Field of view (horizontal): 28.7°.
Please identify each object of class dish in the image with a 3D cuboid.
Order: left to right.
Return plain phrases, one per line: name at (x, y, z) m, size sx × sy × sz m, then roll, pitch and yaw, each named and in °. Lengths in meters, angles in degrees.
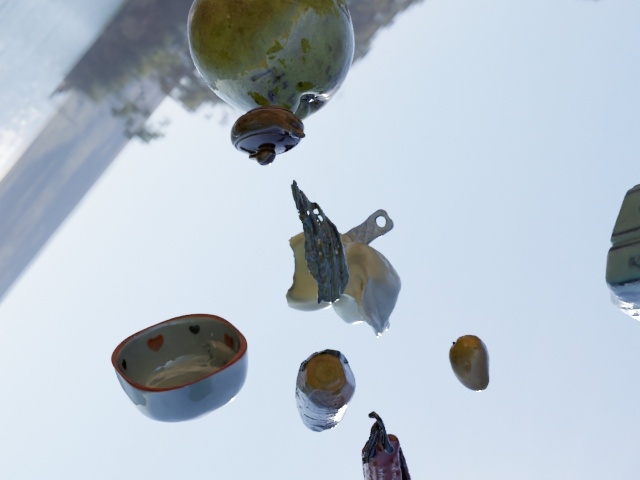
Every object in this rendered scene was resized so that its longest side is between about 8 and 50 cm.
dish at (-0.248, 0.246, 2.281) m, size 0.256 × 0.117 × 0.256 m, roll -7°, pitch -153°, yaw 3°

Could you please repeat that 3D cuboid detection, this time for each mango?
mango at (0.293, 0.239, 2.431) m, size 0.080 × 0.114 × 0.060 m, roll -24°, pitch -169°, yaw 9°

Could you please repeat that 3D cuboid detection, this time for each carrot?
carrot at (0.006, 0.200, 1.657) m, size 0.082 × 0.082 × 0.173 m, roll -55°, pitch 165°, yaw -19°

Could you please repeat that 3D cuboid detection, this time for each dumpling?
dumpling at (0.083, 0.091, 2.313) m, size 0.132 × 0.162 × 0.250 m, roll -37°, pitch -151°, yaw 12°

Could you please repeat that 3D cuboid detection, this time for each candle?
candle at (0.092, 0.322, 1.605) m, size 0.084 × 0.302 × 0.059 m, roll -22°, pitch -138°, yaw -13°

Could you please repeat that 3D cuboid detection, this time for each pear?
pear at (-0.082, -0.362, 2.300) m, size 0.304 × 0.304 × 0.304 m, roll -47°, pitch -167°, yaw 15°

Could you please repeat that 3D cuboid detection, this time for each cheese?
cheese at (0.039, 0.044, 2.483) m, size 0.248 × 0.163 × 0.071 m, roll -16°, pitch 173°, yaw 14°

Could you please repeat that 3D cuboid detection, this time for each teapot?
teapot at (-0.075, -0.149, 1.827) m, size 0.129 × 0.098 × 0.078 m, roll -15°, pitch -114°, yaw 41°

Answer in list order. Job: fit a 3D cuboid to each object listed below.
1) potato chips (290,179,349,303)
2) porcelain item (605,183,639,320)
potato chips at (-0.001, 0.000, 2.032) m, size 0.028 × 0.208 × 0.092 m, roll -20°, pitch 173°, yaw 41°
porcelain item at (0.502, 0.040, 1.468) m, size 0.281 × 0.285 × 0.157 m, roll -20°, pitch -133°, yaw 63°
